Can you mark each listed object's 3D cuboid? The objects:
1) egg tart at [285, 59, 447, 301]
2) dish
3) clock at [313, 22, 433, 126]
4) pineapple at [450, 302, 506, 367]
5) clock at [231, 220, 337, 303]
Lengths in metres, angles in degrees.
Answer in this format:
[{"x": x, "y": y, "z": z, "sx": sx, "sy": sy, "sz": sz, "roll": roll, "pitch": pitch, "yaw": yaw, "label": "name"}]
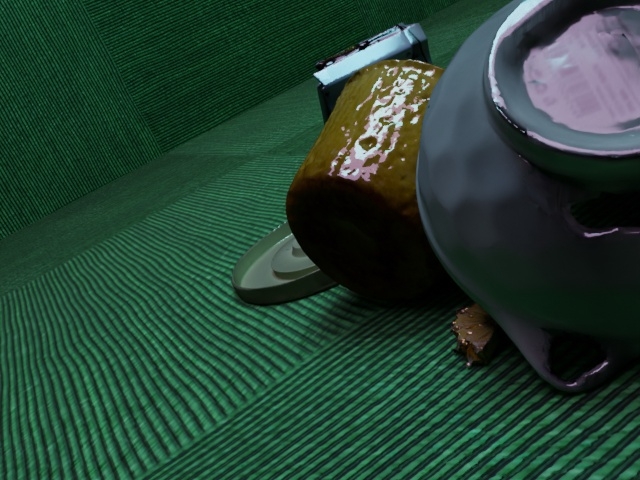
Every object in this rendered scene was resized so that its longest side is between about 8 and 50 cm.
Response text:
[{"x": 0.068, "y": -0.044, "z": 0.601, "sx": 0.202, "sy": 0.202, "sz": 0.147, "roll": -5, "pitch": 37, "yaw": 46, "label": "egg tart"}, {"x": 0.183, "y": -0.075, "z": 0.415, "sx": 0.303, "sy": 0.120, "sz": 0.303, "roll": -10, "pitch": 59, "yaw": 17, "label": "dish"}, {"x": 0.091, "y": -0.234, "z": 1.118, "sx": 0.186, "sy": 0.083, "sz": 0.253, "roll": -26, "pitch": -20, "yaw": -2, "label": "clock"}, {"x": 0.119, "y": 0.062, "z": 0.497, "sx": 0.045, "sy": 0.019, "sz": 0.083, "roll": -2, "pitch": 28, "yaw": 38, "label": "pineapple"}, {"x": 0.000, "y": 0.000, "z": 0.804, "sx": 0.235, "sy": 0.029, "sz": 0.235, "roll": -23, "pitch": 18, "yaw": 8, "label": "clock"}]
